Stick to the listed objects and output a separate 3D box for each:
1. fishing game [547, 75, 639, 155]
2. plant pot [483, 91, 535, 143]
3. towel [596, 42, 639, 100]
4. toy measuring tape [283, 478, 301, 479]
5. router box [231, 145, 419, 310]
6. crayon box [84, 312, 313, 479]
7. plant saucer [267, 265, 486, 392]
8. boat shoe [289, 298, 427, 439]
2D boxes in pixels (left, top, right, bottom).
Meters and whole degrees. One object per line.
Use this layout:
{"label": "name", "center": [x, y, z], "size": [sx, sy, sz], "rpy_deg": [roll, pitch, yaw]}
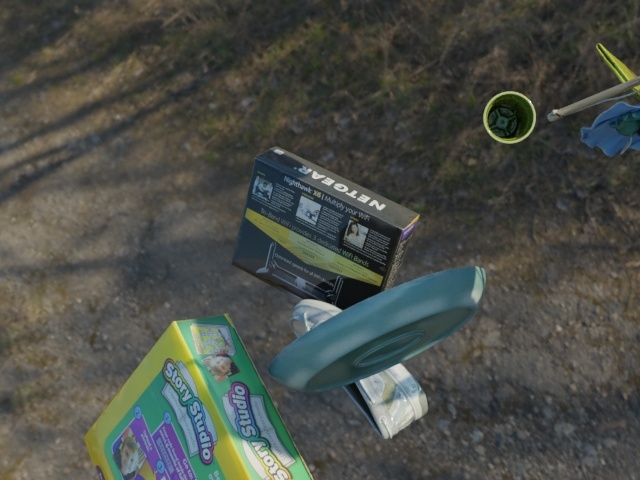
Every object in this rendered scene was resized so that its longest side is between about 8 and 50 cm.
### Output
{"label": "fishing game", "center": [0.335, -0.109, 0.768], "size": [0.189, 0.264, 0.041], "rpy_deg": [-19, 73, 33]}
{"label": "plant pot", "center": [0.307, -0.200, 1.396], "size": [0.083, 0.083, 0.079], "rpy_deg": [-36, 0, 5]}
{"label": "towel", "center": [0.547, -0.281, 1.495], "size": [0.021, 0.237, 0.102], "rpy_deg": [-41, 67, 25]}
{"label": "toy measuring tape", "center": [0.027, 0.309, 0.834], "size": [0.330, 0.121, 0.121], "rpy_deg": [3, 56, 37]}
{"label": "router box", "center": [0.000, 0.000, 1.560], "size": [0.309, 0.243, 0.081], "rpy_deg": [27, 33, 16]}
{"label": "crayon box", "center": [-0.163, 0.339, 1.163], "size": [0.313, 0.106, 0.363], "rpy_deg": [-49, 60, 33]}
{"label": "plant saucer", "center": [0.084, 0.130, 1.120], "size": [0.318, 0.317, 0.043], "rpy_deg": [-29, 71, 13]}
{"label": "boat shoe", "center": [0.043, 0.215, 1.459], "size": [0.103, 0.118, 0.320], "rpy_deg": [-33, 52, -24]}
